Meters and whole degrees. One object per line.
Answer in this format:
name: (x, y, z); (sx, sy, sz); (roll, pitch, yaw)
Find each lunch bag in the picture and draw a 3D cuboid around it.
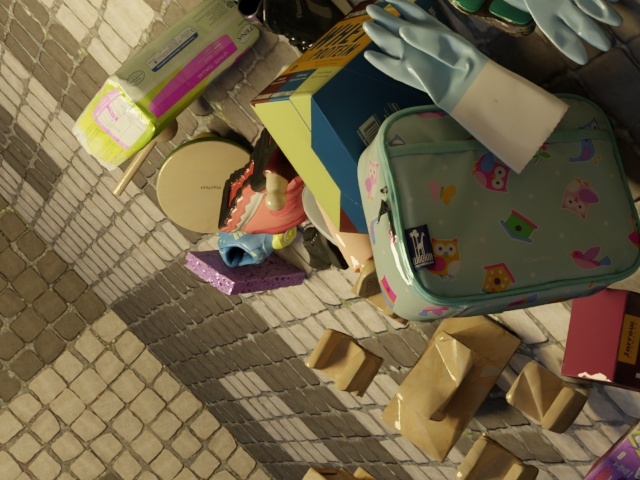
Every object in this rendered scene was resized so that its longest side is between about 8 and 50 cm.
lunch bag: (0.180, -0.040, 1.117); (0.108, 0.279, 0.224); (134, 128, -70)

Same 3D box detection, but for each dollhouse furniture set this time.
dollhouse furniture set: (0.160, 0.292, 1.672); (0.362, 0.394, 0.256); (34, -178, 24)

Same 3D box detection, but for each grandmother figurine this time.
grandmother figurine: (0.021, -0.094, 1.400); (0.104, 0.207, 0.342); (99, 150, -60)

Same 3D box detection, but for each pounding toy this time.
pounding toy: (-0.213, -0.125, 1.840); (0.237, 0.183, 0.110); (23, -153, -23)

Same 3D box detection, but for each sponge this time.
sponge: (-0.134, 0.053, 1.957); (0.117, 0.210, 0.031); (31, 110, 31)

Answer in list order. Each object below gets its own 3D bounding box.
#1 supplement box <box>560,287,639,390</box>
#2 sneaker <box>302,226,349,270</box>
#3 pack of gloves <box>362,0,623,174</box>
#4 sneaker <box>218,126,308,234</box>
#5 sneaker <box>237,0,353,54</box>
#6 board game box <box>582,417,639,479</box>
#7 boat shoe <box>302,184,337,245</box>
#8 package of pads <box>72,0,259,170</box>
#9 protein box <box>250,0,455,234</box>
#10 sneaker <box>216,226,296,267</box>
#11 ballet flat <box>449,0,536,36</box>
supplement box: (0.369, 0.120, 1.216); (0.188, 0.104, 0.081); (15, 173, -32)
sneaker: (0.001, -0.002, 1.793); (0.089, 0.051, 0.170); (23, 152, 32)
pack of gloves: (0.167, -0.212, 1.070); (0.232, 0.195, 0.046); (39, -161, 14)
sneaker: (-0.052, -0.092, 1.703); (0.136, 0.116, 0.314); (15, 155, -21)
sneaker: (-0.042, -0.279, 1.304); (0.107, 0.124, 0.283); (18, 146, 47)
board game box: (0.516, 0.353, 1.554); (0.208, 0.056, 0.347); (34, 155, 13)
boat shoe: (0.112, 0.005, 1.554); (0.306, 0.113, 0.105); (23, 159, 9)
package of pads: (-0.237, -0.223, 1.587); (0.101, 0.229, 0.296); (48, 157, -9)
protein box: (0.071, -0.145, 1.244); (0.136, 0.201, 0.200); (5, 136, 57)
sneaker: (-0.159, -0.027, 1.921); (0.240, 0.126, 0.091); (21, 147, 43)
ballet flat: (0.175, -0.241, 1.124); (0.114, 0.041, 0.041); (33, 155, 26)
